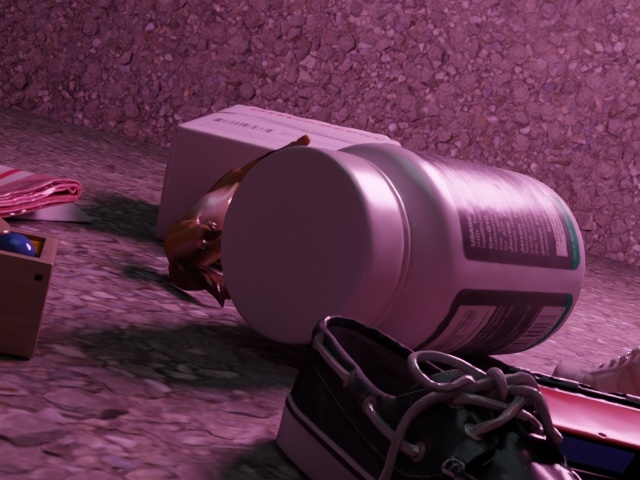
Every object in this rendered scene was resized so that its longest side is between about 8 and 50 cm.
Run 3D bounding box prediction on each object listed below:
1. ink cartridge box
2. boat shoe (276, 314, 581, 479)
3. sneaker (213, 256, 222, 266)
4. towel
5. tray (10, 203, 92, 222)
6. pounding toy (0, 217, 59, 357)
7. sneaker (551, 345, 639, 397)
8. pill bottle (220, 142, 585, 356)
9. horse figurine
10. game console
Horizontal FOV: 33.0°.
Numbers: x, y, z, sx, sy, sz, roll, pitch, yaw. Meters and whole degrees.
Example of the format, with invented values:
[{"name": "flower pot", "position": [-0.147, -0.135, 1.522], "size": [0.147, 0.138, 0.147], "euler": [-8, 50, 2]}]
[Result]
[{"name": "ink cartridge box", "position": [-0.044, -0.080, 1.586], "size": [0.285, 0.166, 0.395], "euler": [14, 13, 5]}, {"name": "boat shoe", "position": [0.078, 0.116, 0.602], "size": [0.113, 0.105, 0.306], "euler": [10, 7, -27]}, {"name": "sneaker", "position": [-0.067, 0.004, 1.332], "size": [0.185, 0.084, 0.069], "euler": [15, 7, 17]}, {"name": "towel", "position": [-0.488, -0.086, 1.301], "size": [0.329, 0.037, 0.237], "euler": [15, 14, 20]}, {"name": "tray", "position": [-0.445, -0.072, 1.443], "size": [0.270, 0.030, 0.145], "euler": [18, 9, 31]}, {"name": "pounding toy", "position": [-0.264, 0.011, 0.802], "size": [0.130, 0.100, 0.141], "euler": [12, 7, -13]}, {"name": "sneaker", "position": [0.273, 0.133, 0.913], "size": [0.087, 0.092, 0.228], "euler": [10, 6, -19]}, {"name": "pill bottle", "position": [0.089, 0.014, 1.053], "size": [0.204, 0.204, 0.361], "euler": [19, 8, 39]}, {"name": "horse figurine", "position": [-0.103, -0.023, 1.195], "size": [0.174, 0.066, 0.263], "euler": [-21, 27, 36]}, {"name": "game console", "position": [0.190, 0.147, 0.750], "size": [0.144, 0.124, 0.085], "euler": [14, 43, 1]}]
